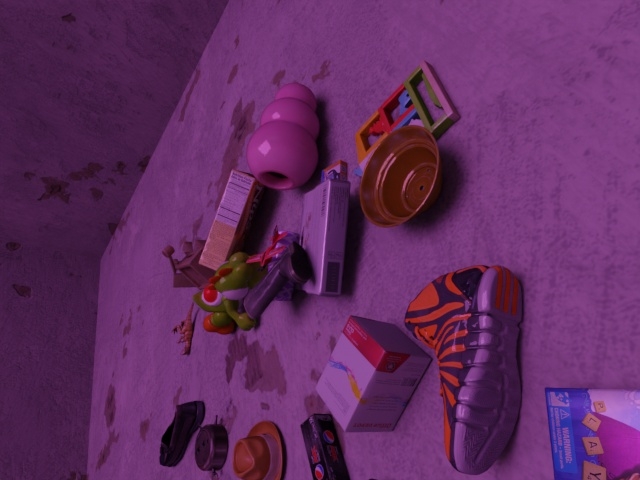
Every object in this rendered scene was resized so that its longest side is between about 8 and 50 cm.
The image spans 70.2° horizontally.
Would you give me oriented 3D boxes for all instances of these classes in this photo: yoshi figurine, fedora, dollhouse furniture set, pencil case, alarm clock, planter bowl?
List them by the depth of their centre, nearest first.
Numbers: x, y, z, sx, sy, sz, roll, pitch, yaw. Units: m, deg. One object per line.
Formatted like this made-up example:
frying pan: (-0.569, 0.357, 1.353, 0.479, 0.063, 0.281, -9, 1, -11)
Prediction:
planter bowl: (0.187, -0.121, 0.949, 0.217, 0.090, 0.217, -27, 55, 47)
fedora: (-0.172, 0.560, 1.170, 0.194, 0.079, 0.195, -25, 57, 46)
pencil case: (-0.109, 0.073, 1.282, 0.088, 0.086, 0.206, -20, 58, 62)
alarm clock: (-0.330, 0.642, 1.373, 0.129, 0.064, 0.192, -51, 44, 28)
yoshi figurine: (-0.243, 0.153, 1.402, 0.203, 0.203, 0.362, -49, -2, -41)
dollhouse furniture set: (-0.503, 0.089, 1.787, 0.123, 0.143, 0.151, -130, 44, -61)

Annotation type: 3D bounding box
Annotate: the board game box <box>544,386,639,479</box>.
board game box: (0.418, 0.321, 0.472, 0.317, 0.065, 0.319, -21, 60, 48)

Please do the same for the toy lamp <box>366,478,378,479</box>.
toy lamp: (0.176, 0.447, 0.742, 0.274, 0.080, 0.080, -20, 60, 48)

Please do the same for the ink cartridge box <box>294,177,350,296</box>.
ink cartridge box: (0.000, 0.000, 1.162, 0.239, 0.060, 0.276, 168, 108, -74)

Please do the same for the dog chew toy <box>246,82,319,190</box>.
dog chew toy: (-0.094, -0.317, 1.332, 0.206, 0.206, 0.332, -18, 54, 49)

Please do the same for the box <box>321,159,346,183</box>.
box: (0.035, -0.138, 1.219, 0.081, 0.028, 0.136, -24, 56, 47)

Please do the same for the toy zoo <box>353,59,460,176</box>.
toy zoo: (0.175, -0.251, 1.070, 0.293, 0.030, 0.193, -42, 45, 36)

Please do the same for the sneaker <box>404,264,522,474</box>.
sneaker: (0.225, 0.201, 0.759, 0.180, 0.124, 0.321, -13, 55, 56)

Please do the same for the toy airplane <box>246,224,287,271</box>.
toy airplane: (-0.134, 0.023, 1.218, 0.151, 0.028, 0.151, -31, 34, 24)

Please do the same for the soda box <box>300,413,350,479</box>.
soda box: (0.010, 0.466, 0.981, 0.060, 0.053, 0.169, -50, 41, 30)

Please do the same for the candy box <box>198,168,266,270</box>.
candy box: (-0.279, -0.066, 1.490, 0.183, 0.087, 0.317, -38, -31, -82)

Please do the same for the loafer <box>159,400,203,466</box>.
loafer: (-0.504, 0.662, 1.568, 0.303, 0.095, 0.109, -58, 37, 20)

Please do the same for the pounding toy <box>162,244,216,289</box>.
pounding toy: (-0.471, 0.078, 1.663, 0.181, 0.206, 0.094, -15, 33, 51)

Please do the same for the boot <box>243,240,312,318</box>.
boot: (-0.115, 0.115, 1.130, 0.208, 0.076, 0.190, -44, 15, 12)

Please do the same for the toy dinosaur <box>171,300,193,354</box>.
toy dinosaur: (-0.516, 0.333, 1.767, 0.112, 0.064, 0.212, 2, 87, 36)

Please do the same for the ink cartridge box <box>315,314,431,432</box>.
ink cartridge box: (0.097, 0.260, 0.882, 0.127, 0.128, 0.176, 39, 108, 53)
